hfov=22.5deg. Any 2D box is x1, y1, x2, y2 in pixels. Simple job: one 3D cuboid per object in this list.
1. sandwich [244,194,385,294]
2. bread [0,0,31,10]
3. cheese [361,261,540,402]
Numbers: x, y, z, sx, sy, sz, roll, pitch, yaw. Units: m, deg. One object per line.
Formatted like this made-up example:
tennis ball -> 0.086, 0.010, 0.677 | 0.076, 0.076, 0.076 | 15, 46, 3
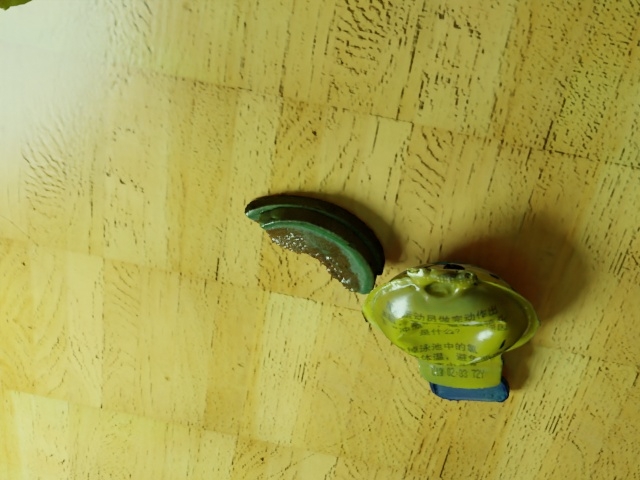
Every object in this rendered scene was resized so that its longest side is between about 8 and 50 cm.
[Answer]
sandwich -> -0.001, -0.002, 1.385 | 0.135, 0.029, 0.067 | 25, 137, -14
bread -> -0.272, -0.241, 1.061 | 0.257, 0.186, 0.124 | 13, 145, 11
cheese -> 0.118, 0.084, 1.430 | 0.156, 0.064, 0.250 | 3, 148, 13
